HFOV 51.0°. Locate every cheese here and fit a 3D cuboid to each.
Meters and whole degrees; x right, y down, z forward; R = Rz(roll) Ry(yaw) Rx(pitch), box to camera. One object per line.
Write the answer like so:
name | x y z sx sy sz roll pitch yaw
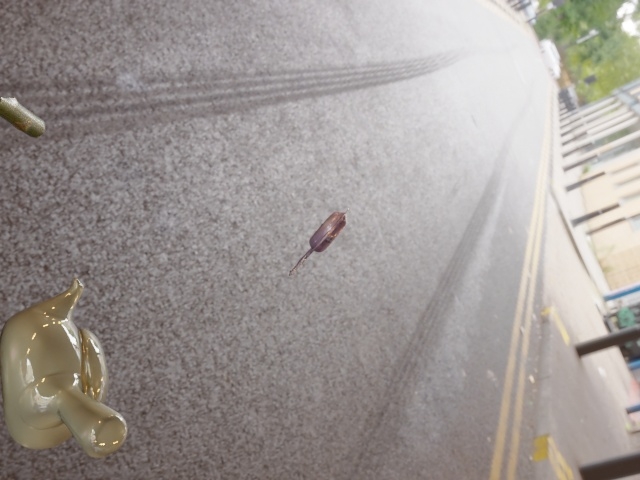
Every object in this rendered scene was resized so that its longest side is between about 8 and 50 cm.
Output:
cheese | 0.000 0.000 1.432 0.042 0.191 0.105 41 26 -1

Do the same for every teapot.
teapot | -0.373 0.226 0.961 0.149 0.220 0.318 -6 41 -26

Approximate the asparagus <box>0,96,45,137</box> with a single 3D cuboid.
asparagus | -0.544 -0.225 1.194 0.178 0.041 0.045 85 19 -83
